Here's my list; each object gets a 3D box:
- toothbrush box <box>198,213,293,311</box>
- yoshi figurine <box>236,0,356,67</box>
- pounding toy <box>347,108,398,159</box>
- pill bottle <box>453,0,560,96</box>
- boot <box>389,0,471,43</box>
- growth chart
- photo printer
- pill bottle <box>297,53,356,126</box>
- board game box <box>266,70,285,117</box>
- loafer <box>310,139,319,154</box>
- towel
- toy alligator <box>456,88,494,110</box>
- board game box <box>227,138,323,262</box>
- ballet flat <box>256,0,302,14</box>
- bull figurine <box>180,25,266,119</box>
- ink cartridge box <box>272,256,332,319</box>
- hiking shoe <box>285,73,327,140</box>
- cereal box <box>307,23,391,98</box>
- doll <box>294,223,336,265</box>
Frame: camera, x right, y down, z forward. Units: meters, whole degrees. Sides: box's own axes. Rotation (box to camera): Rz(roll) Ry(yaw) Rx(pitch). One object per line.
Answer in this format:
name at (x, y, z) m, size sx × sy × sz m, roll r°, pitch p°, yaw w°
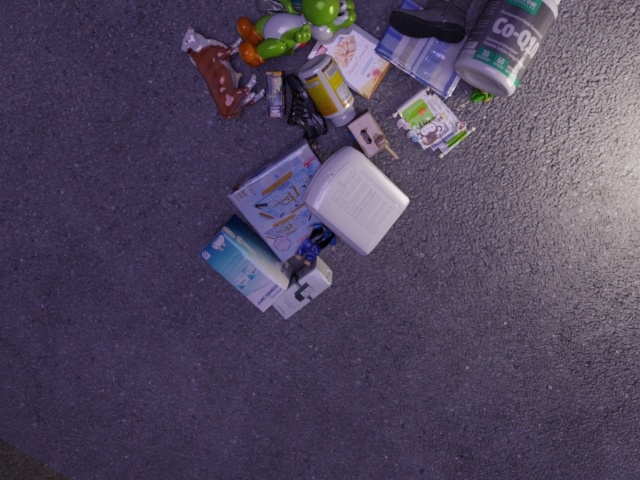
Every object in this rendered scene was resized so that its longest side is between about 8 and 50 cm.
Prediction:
toothbrush box at (-0.247, 0.072, 1.948) m, size 0.295 × 0.216 × 0.126 m, roll 42°, pitch 105°, yaw -10°
yoshi figurine at (-0.081, -0.656, 1.681) m, size 0.362 × 0.203 × 0.203 m, roll -14°, pitch 114°, yaw 15°
pounding toy at (0.163, -0.314, 1.815) m, size 0.094 × 0.206 × 0.181 m, roll -32°, pitch 102°, yaw 12°
pill bottle at (0.569, -0.634, 1.685) m, size 0.204 × 0.204 × 0.361 m, roll 28°, pitch 95°, yaw -5°
boot at (0.338, -0.708, 1.742) m, size 0.246 × 0.083 × 0.161 m, roll 11°, pitch 74°, yaw -6°
growth chart at (0.368, -0.388, 1.880) m, size 0.237 × 0.021 × 0.172 m, roll 41°, pitch 105°, yaw -8°
photo printer at (0.108, -0.136, 1.843) m, size 0.307 × 0.107 × 0.256 m, roll 39°, pitch 87°, yaw -24°
pill bottle at (0.028, -0.471, 1.796) m, size 0.117 × 0.117 × 0.215 m, roll -29°, pitch 121°, yaw 11°
board game box at (-0.139, -0.468, 1.806) m, size 0.048 × 0.170 × 0.141 m, roll -1°, pitch 107°, yaw 2°
loafer at (-0.027, -0.268, 1.921) m, size 0.050 × 0.056 × 0.148 m, roll 16°, pitch 117°, yaw -4°
towel at (0.337, -0.607, 1.783) m, size 0.285 × 0.034 × 0.209 m, roll 31°, pitch 89°, yaw -6°
toy alligator at (0.521, -0.480, 1.830) m, size 0.190 × 0.056 × 0.051 m, roll -22°, pitch 62°, yaw 10°
board game box at (-0.091, -0.128, 1.921) m, size 0.319 × 0.066 × 0.318 m, roll -31°, pitch 117°, yaw 11°
ballet flat at (-0.099, -0.737, 1.788) m, size 0.213 × 0.072 × 0.068 m, roll 11°, pitch 134°, yaw 1°
bull figurine at (-0.315, -0.554, 1.827) m, size 0.188 × 0.101 × 0.310 m, roll -23°, pitch 103°, yaw 8°
ink cartridge box at (-0.065, 0.162, 1.997) m, size 0.208 × 0.153 × 0.087 m, roll -38°, pitch 101°, yaw 11°
hiking shoe at (-0.070, -0.430, 1.857) m, size 0.114 × 0.086 × 0.227 m, roll -27°, pitch 102°, yaw 10°
cereal box at (0.101, -0.592, 1.819) m, size 0.240 × 0.047 × 0.173 m, roll 31°, pitch 105°, yaw -6°
doll at (0.000, 0.000, 1.936) m, size 0.129 × 0.046 × 0.189 m, roll 36°, pitch 104°, yaw -22°
